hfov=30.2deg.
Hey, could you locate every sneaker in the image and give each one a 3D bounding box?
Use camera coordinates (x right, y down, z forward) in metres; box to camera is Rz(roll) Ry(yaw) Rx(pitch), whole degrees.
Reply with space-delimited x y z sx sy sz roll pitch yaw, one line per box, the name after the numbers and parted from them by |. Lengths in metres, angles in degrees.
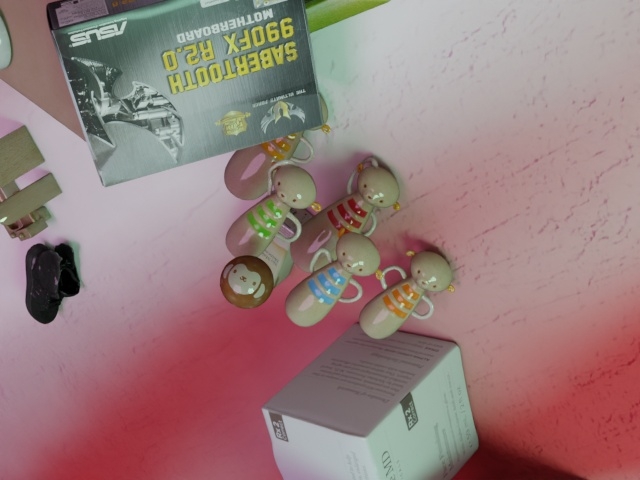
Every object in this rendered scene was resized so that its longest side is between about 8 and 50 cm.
-0.391 0.069 1.746 0.089 0.051 0.170 28 132 31 | sneaker

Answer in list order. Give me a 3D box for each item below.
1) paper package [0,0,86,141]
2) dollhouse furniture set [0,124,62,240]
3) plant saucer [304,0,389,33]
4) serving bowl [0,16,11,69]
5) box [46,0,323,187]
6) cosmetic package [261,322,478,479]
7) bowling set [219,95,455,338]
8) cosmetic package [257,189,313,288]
-0.264 -0.315 1.213 0.309 0.168 0.325 36 138 34 | paper package
-0.460 -0.056 1.659 0.151 0.123 0.144 -12 110 47 | dollhouse furniture set
-0.044 -0.288 1.160 0.188 0.045 0.188 -12 111 47 | plant saucer
-0.355 -0.214 1.232 0.083 0.027 0.083 31 136 37 | serving bowl
-0.123 -0.165 1.130 0.056 0.231 0.183 -114 11 -49 | box
0.059 0.211 1.334 0.151 0.183 0.151 8 125 39 | cosmetic package
0.000 0.000 1.216 0.287 0.200 0.154 44 121 -1 | bowling set
-0.055 0.000 1.392 0.060 0.041 0.115 38 138 14 | cosmetic package
